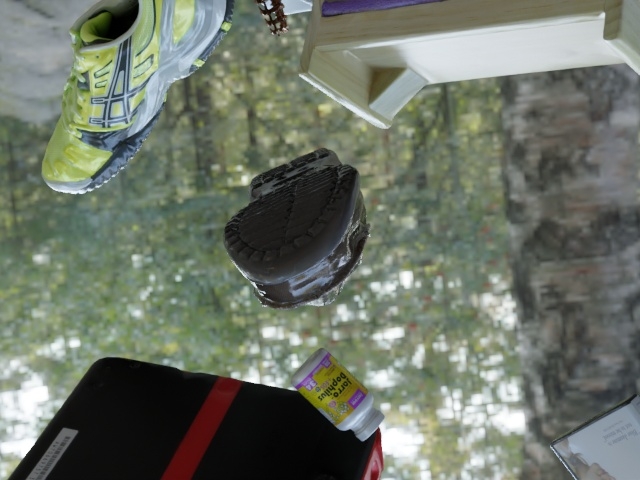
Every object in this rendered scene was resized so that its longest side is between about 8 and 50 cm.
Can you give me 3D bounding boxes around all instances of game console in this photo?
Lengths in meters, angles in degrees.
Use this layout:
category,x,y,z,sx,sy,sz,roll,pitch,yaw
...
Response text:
category,x,y,z,sx,sy,sz,roll,pitch,yaw
game console,-0.132,0.258,1.144,0.342,0.060,0.386,8,-150,12

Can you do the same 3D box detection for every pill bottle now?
category,x,y,z,sx,sy,sz,roll,pitch,yaw
pill bottle,0.017,0.136,1.042,0.043,0.083,0.043,-47,-179,1

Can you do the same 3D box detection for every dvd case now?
category,x,y,z,sx,sy,sz,roll,pitch,yaw
dvd case,0.422,0.330,1.511,0.022,0.253,0.180,-31,170,-36

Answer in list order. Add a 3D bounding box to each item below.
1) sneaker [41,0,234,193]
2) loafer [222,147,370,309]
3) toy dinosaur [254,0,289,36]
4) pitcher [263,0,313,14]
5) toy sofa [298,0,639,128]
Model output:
category,x,y,z,sx,sy,sz,roll,pitch,yaw
sneaker,-0.270,-0.220,1.522,0.147,0.145,0.384,16,125,-38
loafer,0.000,0.000,1.151,0.134,0.130,0.366,-23,-168,8
toy dinosaur,-0.117,-0.387,1.325,0.164,0.322,0.218,-44,-174,33
pitcher,0.014,-0.372,1.448,0.178,0.207,0.125,24,179,36
toy sofa,0.166,-0.223,1.128,0.363,0.177,0.150,1,164,40
